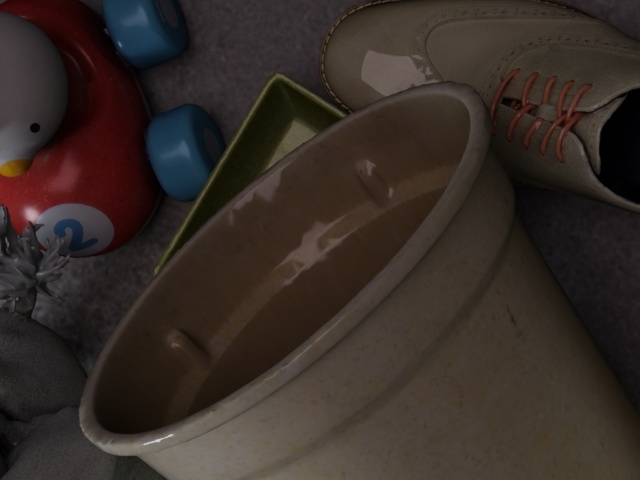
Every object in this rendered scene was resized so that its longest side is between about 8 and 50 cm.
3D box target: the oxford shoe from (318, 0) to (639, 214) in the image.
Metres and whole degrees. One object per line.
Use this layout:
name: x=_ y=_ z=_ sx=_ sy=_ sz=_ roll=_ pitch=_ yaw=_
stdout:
oxford shoe: x=0.173 y=-0.097 z=1.380 sx=0.397 sy=0.146 sz=0.140 roll=14 pitch=95 yaw=18

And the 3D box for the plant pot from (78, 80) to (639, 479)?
plant pot: x=0.064 y=0.118 z=1.320 sx=0.334 sy=0.334 sz=0.305 roll=-36 pitch=109 yaw=15

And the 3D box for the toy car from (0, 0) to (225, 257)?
toy car: x=-0.223 y=-0.088 z=1.458 sx=0.219 sy=0.238 sz=0.210 roll=-19 pitch=85 yaw=17

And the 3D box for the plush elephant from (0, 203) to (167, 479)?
plush elephant: x=-0.259 y=0.175 z=1.413 sx=0.272 sy=0.255 sz=0.330 roll=12 pitch=123 yaw=15

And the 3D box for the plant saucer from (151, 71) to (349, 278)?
plant saucer: x=0.000 y=0.000 z=1.481 sx=0.188 sy=0.045 sz=0.188 roll=33 pitch=100 yaw=8
